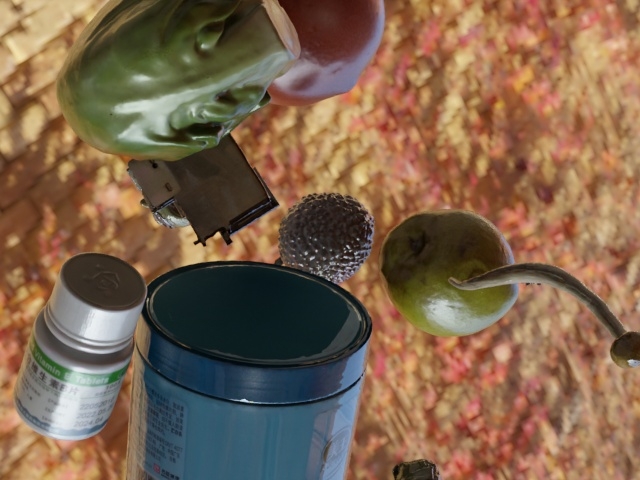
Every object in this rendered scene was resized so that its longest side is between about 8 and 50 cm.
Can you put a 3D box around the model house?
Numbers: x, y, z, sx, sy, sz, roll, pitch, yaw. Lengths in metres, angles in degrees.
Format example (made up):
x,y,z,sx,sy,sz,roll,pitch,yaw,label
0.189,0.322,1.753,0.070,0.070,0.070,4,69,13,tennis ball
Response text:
x,y,z,sx,sy,sz,roll,pitch,yaw,label
-0.196,-0.118,2.192,0.178,0.271,0.206,-34,-177,-2,model house

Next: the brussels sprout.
x,y,z,sx,sy,sz,roll,pitch,yaw,label
-0.189,-0.228,1.897,0.328,0.247,0.328,-28,-157,13,brussels sprout

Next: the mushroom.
x,y,z,sx,sy,sz,roll,pitch,yaw,label
0.252,0.065,1.605,0.068,0.043,0.306,-38,-145,-17,mushroom

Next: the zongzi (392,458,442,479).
x,y,z,sx,sy,sz,roll,pitch,yaw,label
0.110,0.329,1.563,0.062,0.154,0.130,-6,-148,0,zongzi

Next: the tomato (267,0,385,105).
x,y,z,sx,sy,sz,roll,pitch,yaw,label
-0.042,-0.383,2.476,0.322,0.321,0.321,-22,-153,12,tomato

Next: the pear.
x,y,z,sx,sy,sz,roll,pitch,yaw,label
0.183,0.045,2.095,0.200,0.200,0.200,-22,-153,12,pear

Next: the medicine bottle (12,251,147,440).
x,y,z,sx,sy,sz,roll,pitch,yaw,label
-0.313,0.139,1.914,0.139,0.139,0.237,-75,-171,-55,medicine bottle

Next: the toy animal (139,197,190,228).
x,y,z,sx,sy,sz,roll,pitch,yaw,label
-0.299,-0.069,2.833,0.137,0.098,0.098,0,-166,-29,toy animal

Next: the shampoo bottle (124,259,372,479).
x,y,z,sx,sy,sz,roll,pitch,yaw,label
-0.112,0.250,2.094,0.331,0.342,0.331,7,-157,-3,shampoo bottle

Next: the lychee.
x,y,z,sx,sy,sz,roll,pitch,yaw,label
0.000,0.000,2.457,0.197,0.165,0.165,-16,-151,32,lychee
